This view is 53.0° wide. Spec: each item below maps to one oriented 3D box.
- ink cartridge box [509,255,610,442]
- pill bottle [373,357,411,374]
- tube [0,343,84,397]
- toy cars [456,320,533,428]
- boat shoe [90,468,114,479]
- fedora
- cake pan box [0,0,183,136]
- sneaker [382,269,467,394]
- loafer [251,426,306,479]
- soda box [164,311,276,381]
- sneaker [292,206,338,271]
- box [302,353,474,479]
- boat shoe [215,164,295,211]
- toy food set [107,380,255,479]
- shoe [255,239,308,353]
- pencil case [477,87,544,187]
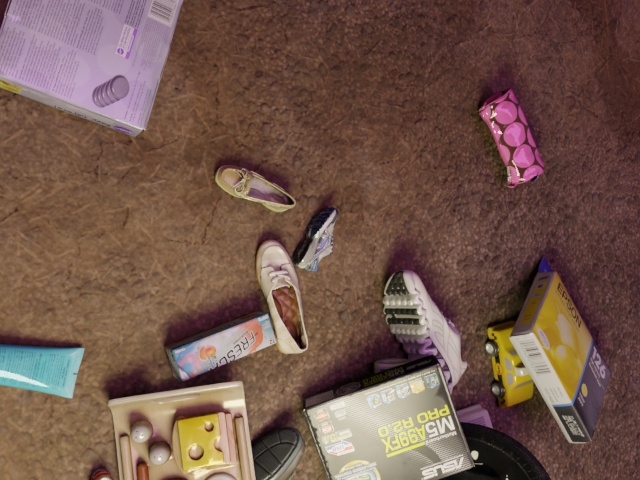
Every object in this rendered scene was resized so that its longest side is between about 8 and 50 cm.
[{"bbox_3d":[0.552,0.231,1.435,0.304,0.072,0.307,56,47,-15],"label":"ink cartridge box"},{"bbox_3d":[0.147,0.308,1.273,0.078,0.078,0.137,-2,89,-27],"label":"pill bottle"},{"bbox_3d":[-0.473,0.190,0.976,0.207,0.052,0.080,16,86,-31],"label":"tube"},{"bbox_3d":[0.388,0.365,1.391,0.176,0.087,0.394,34,73,-22],"label":"toy cars"},{"bbox_3d":[-0.344,0.439,1.033,0.049,0.043,0.137,-7,92,-29],"label":"boat shoe"},{"bbox_3d":[0.288,0.522,1.245,0.334,0.334,0.153,-43,137,-22],"label":"fedora"},{"bbox_3d":[-0.372,-0.335,1.036,0.245,0.070,0.267,17,80,-28],"label":"cake pan box"},{"bbox_3d":[0.218,0.181,1.309,0.118,0.110,0.292,-33,111,-32],"label":"sneaker"},{"bbox_3d":[-0.124,0.447,1.133,0.267,0.096,0.084,-42,126,-15],"label":"loafer"},{"bbox_3d":[-0.173,0.181,1.120,0.183,0.063,0.058,-20,97,-27],"label":"soda box"},{"bbox_3d":[0.000,0.000,1.231,0.058,0.052,0.135,36,80,-32],"label":"sneaker"},{"bbox_3d":[0.126,0.361,1.206,0.269,0.060,0.216,-19,97,1],"label":"box"},{"bbox_3d":[-0.117,-0.095,1.168,0.153,0.048,0.056,28,76,-24],"label":"boat shoe"},{"bbox_3d":[-0.212,0.391,1.021,0.219,0.092,0.306,-7,81,-9],"label":"toy food set"},{"bbox_3d":[-0.064,0.104,1.182,0.076,0.058,0.219,-15,95,-27],"label":"shoe"},{"bbox_3d":[0.423,-0.227,1.434,0.098,0.095,0.209,-29,99,-10],"label":"pencil case"}]
